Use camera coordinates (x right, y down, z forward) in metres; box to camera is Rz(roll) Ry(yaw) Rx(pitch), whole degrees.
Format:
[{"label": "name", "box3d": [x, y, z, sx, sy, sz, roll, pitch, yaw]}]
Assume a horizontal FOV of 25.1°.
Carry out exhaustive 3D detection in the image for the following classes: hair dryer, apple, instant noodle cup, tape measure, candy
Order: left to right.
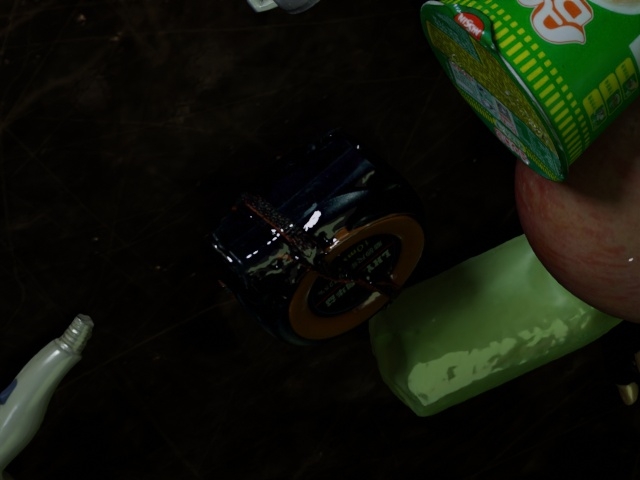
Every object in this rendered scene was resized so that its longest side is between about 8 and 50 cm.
[{"label": "hair dryer", "box3d": [-0.382, 0.199, 1.393, 0.296, 0.119, 0.298, 1, 118, -33]}, {"label": "tape measure", "box3d": [0.000, 0.000, 1.395, 0.202, 0.135, 0.223, -40, 148, -6]}, {"label": "candy", "box3d": [0.219, 0.075, 1.644, 0.343, 0.142, 0.132, -26, 136, -11]}, {"label": "instant noodle cup", "box3d": [0.241, -0.202, 1.292, 0.232, 0.207, 0.207, -38, 145, -3]}, {"label": "apple", "box3d": [0.370, -0.071, 1.470, 0.345, 0.269, 0.345, -20, 143, -16]}]

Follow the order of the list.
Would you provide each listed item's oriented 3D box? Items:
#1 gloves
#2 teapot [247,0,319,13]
[{"label": "gloves", "box3d": [0.438, 0.094, 1.828, 0.152, 0.197, 0.301, 5, 123, 6]}, {"label": "teapot", "box3d": [-0.031, -0.220, 1.171, 0.088, 0.066, 0.057, -26, 131, 31]}]
